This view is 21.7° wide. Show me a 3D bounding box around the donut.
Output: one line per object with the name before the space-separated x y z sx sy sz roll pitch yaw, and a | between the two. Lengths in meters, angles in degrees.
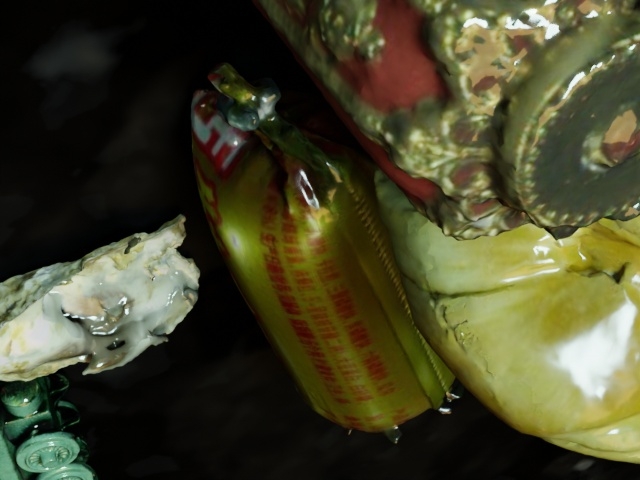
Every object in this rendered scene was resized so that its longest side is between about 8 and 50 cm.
donut | 0.178 -0.016 0.891 0.360 0.360 0.170 11 132 -44

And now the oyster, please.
oyster | -0.158 0.038 0.979 0.200 0.061 0.106 -11 124 -30

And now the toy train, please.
toy train | -0.199 0.140 1.054 0.111 0.071 0.170 -13 145 -7

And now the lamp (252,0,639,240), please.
lamp | 0.054 -0.123 0.712 0.177 0.274 0.177 -21 142 -18

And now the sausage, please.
sausage | 0.000 0.002 0.966 0.117 0.125 0.317 -30 145 -1
